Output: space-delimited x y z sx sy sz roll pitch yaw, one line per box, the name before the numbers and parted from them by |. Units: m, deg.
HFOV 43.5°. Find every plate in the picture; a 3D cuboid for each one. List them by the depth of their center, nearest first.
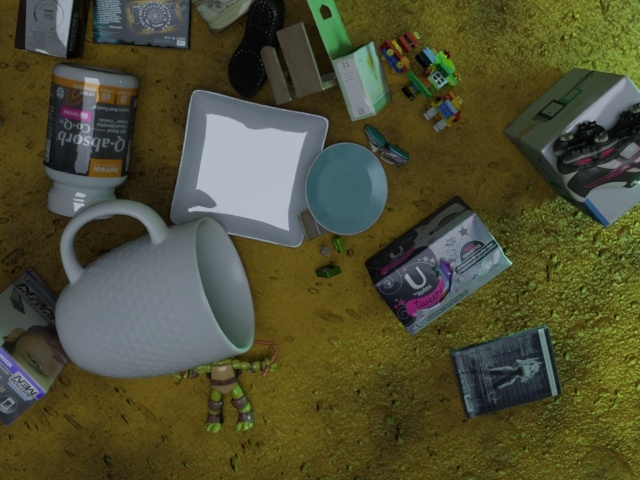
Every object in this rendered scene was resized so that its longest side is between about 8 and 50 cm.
plate | -0.146 -0.144 1.627 0.277 0.045 0.278 11 103 -7
plate | 0.050 -0.105 1.632 0.188 0.024 0.188 -1 93 -25

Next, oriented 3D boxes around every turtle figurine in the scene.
turtle figurine | -0.219 0.301 1.715 0.269 0.087 0.217 -7 112 -10

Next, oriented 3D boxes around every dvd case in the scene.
dvd case | 0.411 0.292 1.778 0.221 0.018 0.165 -15 103 2

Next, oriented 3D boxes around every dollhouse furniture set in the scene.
dollhouse furniture set | -0.036 -0.336 1.504 0.144 0.151 0.123 -11 104 34
dollhouse furniture set | 0.000 0.000 1.662 0.076 0.058 0.152 -23 101 -20

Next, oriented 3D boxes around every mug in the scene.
mug | -0.348 0.090 1.550 0.328 0.276 0.374 -17 117 11

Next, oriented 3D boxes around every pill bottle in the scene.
pill bottle | -0.443 -0.191 1.541 0.162 0.162 0.279 9 103 -5

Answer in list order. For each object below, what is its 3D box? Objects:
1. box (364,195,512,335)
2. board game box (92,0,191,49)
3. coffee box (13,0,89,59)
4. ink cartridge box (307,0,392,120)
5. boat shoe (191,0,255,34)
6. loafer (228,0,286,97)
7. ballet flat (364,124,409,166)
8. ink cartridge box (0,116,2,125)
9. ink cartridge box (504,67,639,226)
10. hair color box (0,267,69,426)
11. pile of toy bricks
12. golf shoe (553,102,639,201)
box | 0.232 0.047 1.632 0.247 0.163 0.142 -37 104 6
board game box | -0.344 -0.439 1.552 0.186 0.026 0.126 4 104 -3
coffee box | -0.483 -0.467 1.480 0.098 0.141 0.247 11 103 -6
ink cartridge box | 0.060 -0.356 1.518 0.056 0.171 0.235 -14 106 21
boat shoe | -0.113 -0.504 1.507 0.285 0.104 0.089 -36 106 7
loafer | -0.109 -0.367 1.534 0.080 0.078 0.220 40 133 10
ballet flat | 0.127 -0.187 1.635 0.114 0.041 0.041 36 100 -10
ink cartridge box | -0.683 -0.299 1.525 0.067 0.115 0.198 -17 104 1
ink cartridge box | 0.514 -0.187 1.532 0.197 0.270 0.198 -42 102 9
hair color box | -0.576 0.191 1.539 0.110 0.339 0.185 -39 103 7
pile of toy bricks | 0.224 -0.332 1.578 0.105 0.118 0.212 -41 94 -25
golf shoe | 0.536 -0.159 1.361 0.272 0.105 0.120 -18 121 9
